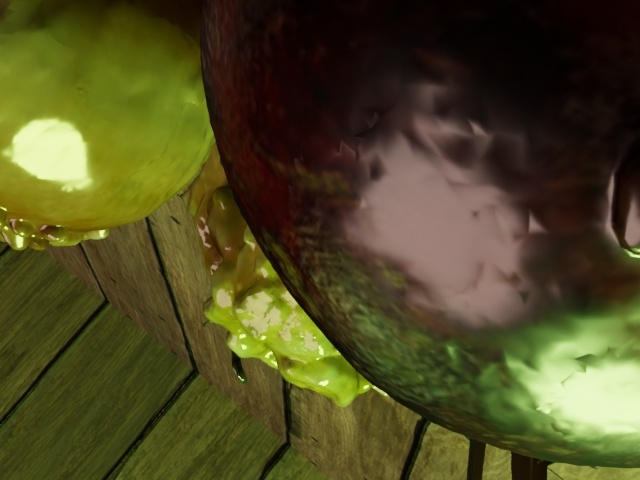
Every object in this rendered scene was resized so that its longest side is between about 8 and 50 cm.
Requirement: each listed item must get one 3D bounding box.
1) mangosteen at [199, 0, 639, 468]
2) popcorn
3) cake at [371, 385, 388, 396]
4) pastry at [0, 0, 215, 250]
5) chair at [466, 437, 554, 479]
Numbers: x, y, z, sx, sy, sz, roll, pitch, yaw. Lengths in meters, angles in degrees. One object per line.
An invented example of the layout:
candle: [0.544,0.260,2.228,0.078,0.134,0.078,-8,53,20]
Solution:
mangosteen: [0.109,-0.082,0.505,0.306,0.306,0.359,46,-165,-19]
popcorn: [-0.003,0.004,1.027,0.225,0.249,0.249,-35,109,31]
cake: [0.033,0.080,1.343,0.112,0.135,0.246,42,164,-12]
pastry: [-0.236,-0.171,0.893,0.409,0.245,0.409,40,-161,-17]
chair: [0.203,0.105,1.066,0.176,0.183,0.326,50,-154,-34]
